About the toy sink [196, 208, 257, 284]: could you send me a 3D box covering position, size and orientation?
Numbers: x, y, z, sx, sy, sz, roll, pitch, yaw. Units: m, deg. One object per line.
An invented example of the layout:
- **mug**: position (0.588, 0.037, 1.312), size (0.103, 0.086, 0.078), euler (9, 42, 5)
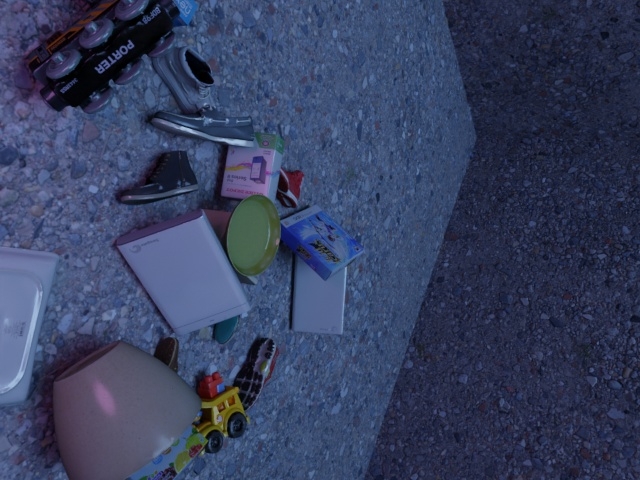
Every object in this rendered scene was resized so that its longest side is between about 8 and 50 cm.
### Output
- **toy sink**: position (-0.279, 0.018, 1.549), size (0.234, 0.152, 0.131), euler (52, 54, -48)

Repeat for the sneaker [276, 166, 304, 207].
- **sneaker**: position (-0.124, -0.225, 1.819), size (0.221, 0.087, 0.128), euler (70, 32, -55)

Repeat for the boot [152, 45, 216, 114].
- **boot**: position (-0.333, -0.412, 1.385), size (0.258, 0.123, 0.095), euler (51, 55, -50)

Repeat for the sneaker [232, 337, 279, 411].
- **sneaker**: position (-0.217, 0.486, 1.808), size (0.279, 0.107, 0.118), euler (-62, 152, -24)

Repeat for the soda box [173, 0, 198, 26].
- **soda box**: position (-0.405, -0.638, 1.274), size (0.210, 0.067, 0.071), euler (46, 59, -52)

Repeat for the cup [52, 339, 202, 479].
- **cup**: position (-0.486, 0.380, 1.207), size (0.331, 0.331, 0.237), euler (-38, 102, -48)

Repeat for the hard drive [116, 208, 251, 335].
- **hard drive**: position (-0.360, 0.099, 1.398), size (0.047, 0.232, 0.353), euler (-110, 180, -54)

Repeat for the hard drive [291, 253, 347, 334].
- **hard drive**: position (-0.004, 0.206, 1.989), size (0.040, 0.202, 0.308), euler (-69, 163, -82)

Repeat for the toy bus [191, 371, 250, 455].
- **toy bus**: position (-0.348, 0.528, 1.584), size (0.220, 0.149, 0.212), euler (-20, 101, -51)

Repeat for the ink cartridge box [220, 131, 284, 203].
- **ink cartridge box**: position (-0.209, -0.224, 1.583), size (0.093, 0.154, 0.213), euler (8, 92, -80)

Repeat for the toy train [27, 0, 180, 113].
- **toy train**: position (-0.446, -0.406, 1.054), size (0.334, 0.190, 0.142), euler (-42, 143, -4)

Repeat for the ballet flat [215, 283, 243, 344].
- **ballet flat**: position (-0.287, 0.229, 1.670), size (0.079, 0.076, 0.222), euler (27, 73, -77)

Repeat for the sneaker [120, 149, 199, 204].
- **sneaker**: position (-0.435, -0.166, 1.347), size (0.222, 0.083, 0.118), euler (-21, 96, -47)

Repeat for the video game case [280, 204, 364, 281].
- **video game case**: position (0.000, 0.000, 1.893), size (0.244, 0.269, 0.061), euler (-30, 158, -51)

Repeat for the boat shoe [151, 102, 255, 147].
- **boat shoe**: position (-0.316, -0.328, 1.416), size (0.319, 0.116, 0.099), euler (4, 97, -46)

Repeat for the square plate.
- **square plate**: position (-0.706, 0.175, 1.010), size (0.344, 0.049, 0.348), euler (17, 83, -57)

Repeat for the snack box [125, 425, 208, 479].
- **snack box**: position (-0.445, 0.578, 1.398), size (0.207, 0.174, 0.070), euler (-39, 163, -47)

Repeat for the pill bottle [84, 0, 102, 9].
- **pill bottle**: position (-0.481, -0.591, 1.097), size (0.123, 0.122, 0.219), euler (-54, 151, -36)

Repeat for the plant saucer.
- **plant saucer**: position (-0.201, -0.016, 1.486), size (0.241, 0.037, 0.241), euler (-17, 111, -56)

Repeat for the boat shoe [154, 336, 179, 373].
- **boat shoe**: position (-0.441, 0.361, 1.463), size (0.060, 0.064, 0.178), euler (15, 91, -63)
